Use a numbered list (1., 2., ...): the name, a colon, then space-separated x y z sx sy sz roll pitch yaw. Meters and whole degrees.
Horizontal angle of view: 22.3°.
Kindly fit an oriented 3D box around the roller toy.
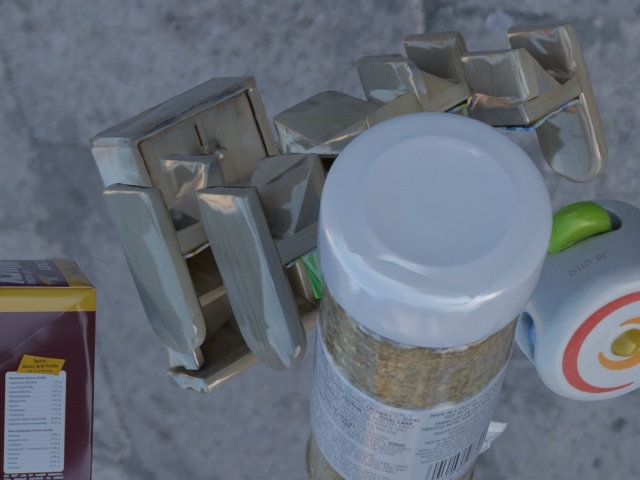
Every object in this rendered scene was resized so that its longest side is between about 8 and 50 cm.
1. roller toy: 0.297 0.068 1.709 0.209 0.146 0.191 15 121 -35

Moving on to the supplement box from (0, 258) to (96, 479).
1. supplement box: -0.293 0.121 1.359 0.191 0.129 0.194 0 99 -16

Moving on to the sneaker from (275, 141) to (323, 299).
1. sneaker: -0.002 -0.024 1.649 0.295 0.109 0.123 50 129 -5

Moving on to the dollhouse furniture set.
1. dollhouse furniture set: 0.000 0.000 1.407 0.394 0.362 0.257 4 118 51

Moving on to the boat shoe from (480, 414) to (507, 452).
1. boat shoe: 0.178 0.232 1.932 0.066 0.063 0.184 20 175 1

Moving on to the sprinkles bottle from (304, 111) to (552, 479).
1. sprinkles bottle: 0.053 0.069 0.975 0.121 0.121 0.355 21 151 10
